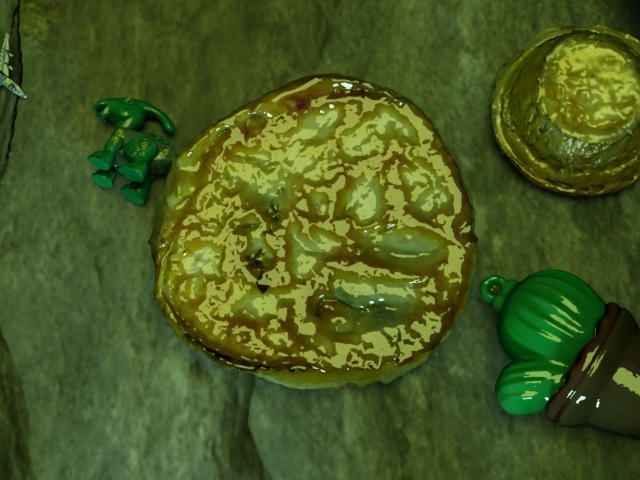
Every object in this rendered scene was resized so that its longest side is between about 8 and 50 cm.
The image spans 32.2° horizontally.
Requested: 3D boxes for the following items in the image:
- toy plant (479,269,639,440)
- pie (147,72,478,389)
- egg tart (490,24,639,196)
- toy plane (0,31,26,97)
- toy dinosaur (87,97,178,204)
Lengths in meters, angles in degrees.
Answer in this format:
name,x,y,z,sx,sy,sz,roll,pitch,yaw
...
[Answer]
name,x,y,z,sx,sy,sz,roll,pitch,yaw
toy plant,0.220,0.104,0.992,0.200,0.105,0.143,28,76,22
pie,0.000,0.000,1.033,0.315,0.092,0.315,0,77,-2
egg tart,0.259,-0.134,1.082,0.191,0.074,0.191,0,75,0
toy plane,-0.330,-0.171,1.116,0.084,0.024,0.078,39,95,11
toy dinosaur,-0.171,-0.092,1.079,0.132,0.059,0.096,20,60,6
